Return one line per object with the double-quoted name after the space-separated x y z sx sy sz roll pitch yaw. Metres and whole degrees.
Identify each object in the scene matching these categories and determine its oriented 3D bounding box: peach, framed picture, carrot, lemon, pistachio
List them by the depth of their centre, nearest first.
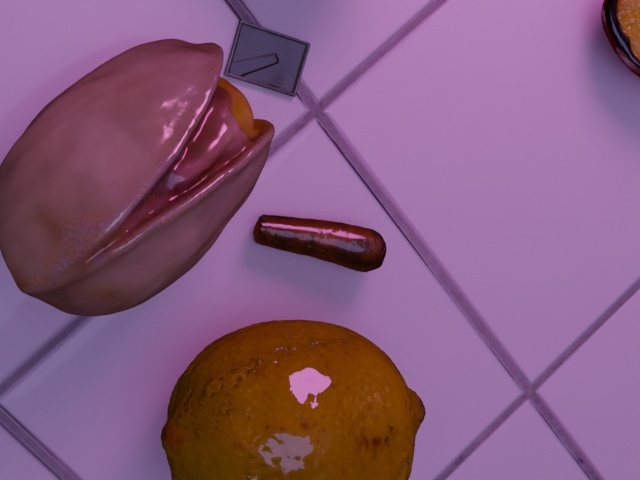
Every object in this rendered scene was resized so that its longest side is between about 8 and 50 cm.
-0.189 -0.060 0.990 0.309 0.230 0.230 -43 112 -17 "pistachio"
-0.027 0.216 1.091 0.310 0.258 0.258 -7 103 -24 "lemon"
-0.060 -0.208 1.126 0.089 0.006 0.066 14 96 -22 "framed picture"
0.000 0.000 1.170 0.161 0.055 0.055 12 97 -16 "carrot"
0.473 -0.281 1.282 0.279 0.068 0.189 17 87 -21 "peach"
